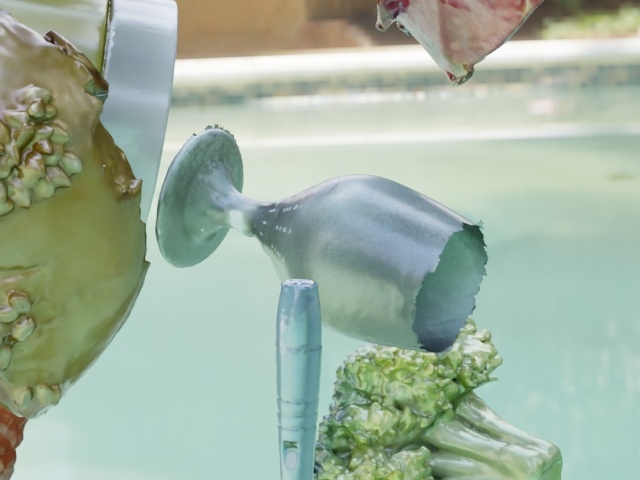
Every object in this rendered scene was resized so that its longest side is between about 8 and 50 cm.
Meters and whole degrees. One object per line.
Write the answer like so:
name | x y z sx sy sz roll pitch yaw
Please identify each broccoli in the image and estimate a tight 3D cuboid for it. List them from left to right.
broccoli | 0.147 0.265 2.201 0.280 0.348 0.293 11 -17 35

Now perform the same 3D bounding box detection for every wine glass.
wine glass | 0.000 0.000 1.416 0.241 0.126 0.126 18 16 27

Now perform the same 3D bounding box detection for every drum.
drum | 0.001 0.160 1.219 0.130 0.253 0.049 21 17 17

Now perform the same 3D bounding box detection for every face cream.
face cream | -0.231 -0.117 1.625 0.179 0.218 0.218 9 6 -11

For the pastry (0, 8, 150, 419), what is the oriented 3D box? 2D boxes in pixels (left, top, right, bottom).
pastry | -0.253 -0.014 1.057 0.310 0.255 0.162 3 26 26

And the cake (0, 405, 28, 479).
cake | -0.376 0.102 1.421 0.270 0.320 0.269 22 -6 -23

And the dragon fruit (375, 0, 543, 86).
dragon fruit | 0.151 -0.335 1.587 0.249 0.371 0.386 37 7 -6
